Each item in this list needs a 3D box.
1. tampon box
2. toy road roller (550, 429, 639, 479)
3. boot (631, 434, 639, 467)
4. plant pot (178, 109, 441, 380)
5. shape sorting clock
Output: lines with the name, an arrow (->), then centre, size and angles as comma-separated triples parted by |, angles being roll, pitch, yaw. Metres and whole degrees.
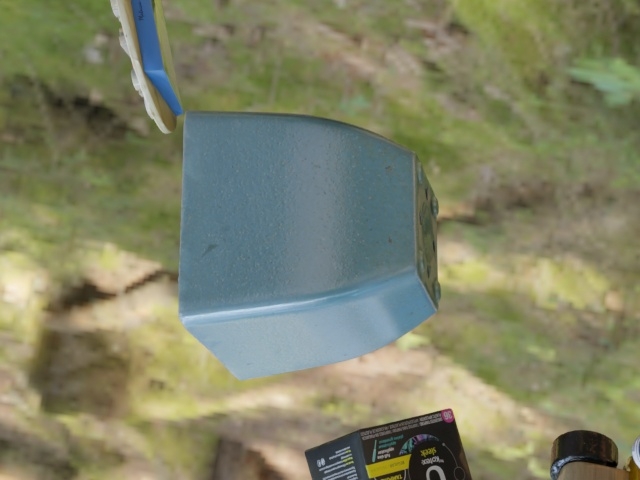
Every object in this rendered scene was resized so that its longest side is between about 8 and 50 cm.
tampon box -> 0.078, 0.261, 1.639 | 0.120, 0.161, 0.101 | -10, 168, -35
toy road roller -> 0.416, 0.436, 2.330 | 0.240, 0.202, 0.329 | 11, 137, 1
boot -> 0.456, 0.280, 1.944 | 0.190, 0.069, 0.086 | 30, 160, -8
plant pot -> 0.000, 0.000, 1.862 | 0.252, 0.247, 0.248 | -5, 159, 12
shape sorting clock -> -0.172, -0.202, 1.602 | 0.040, 0.206, 0.206 | -12, 177, 0
